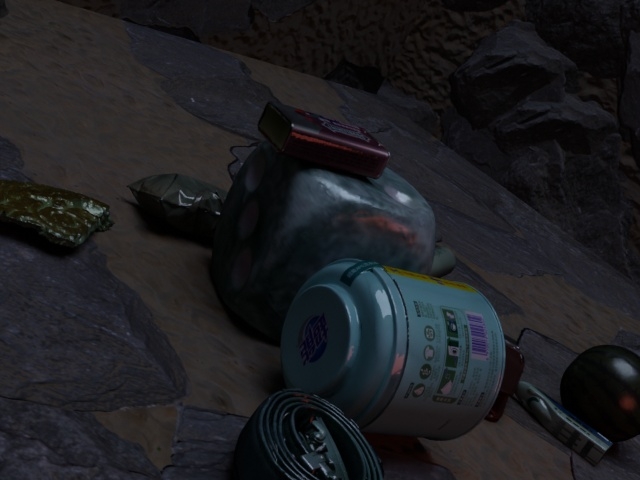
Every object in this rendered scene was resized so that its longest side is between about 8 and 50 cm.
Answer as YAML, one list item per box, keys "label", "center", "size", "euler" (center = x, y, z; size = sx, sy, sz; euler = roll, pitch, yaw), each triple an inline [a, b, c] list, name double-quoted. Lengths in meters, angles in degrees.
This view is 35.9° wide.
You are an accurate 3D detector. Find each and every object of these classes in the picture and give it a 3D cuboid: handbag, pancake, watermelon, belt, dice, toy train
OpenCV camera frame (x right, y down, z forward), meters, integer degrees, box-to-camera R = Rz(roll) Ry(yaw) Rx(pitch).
- label: "handbag"
  center: [-0.254, -0.067, 2.072]
  size: [0.270, 0.117, 0.182]
  euler: [15, 2, -36]
- label: "pancake"
  center: [-0.498, -0.037, 1.754]
  size: [0.197, 0.054, 0.376]
  euler: [38, 23, 31]
- label: "watermelon"
  center: [0.632, 0.334, 2.156]
  size: [0.212, 0.212, 0.212]
  euler: [26, 19, -9]
- label: "belt"
  center: [-0.021, 0.318, 1.403]
  size: [0.206, 0.116, 0.267]
  euler: [26, 21, -19]
- label: "dice"
  center: [0.000, 0.000, 1.927]
  size: [0.330, 0.328, 0.348]
  euler: [19, 20, -27]
- label: "handbag"
  center: [0.289, 0.248, 2.095]
  size: [0.275, 0.084, 0.260]
  euler: [32, 21, 10]
- label: "toy train"
  center: [0.500, 0.380, 2.089]
  size: [0.234, 0.052, 0.051]
  euler: [37, 25, 22]

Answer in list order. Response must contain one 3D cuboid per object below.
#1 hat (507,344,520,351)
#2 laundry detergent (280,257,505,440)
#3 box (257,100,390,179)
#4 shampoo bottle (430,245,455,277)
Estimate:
- label: "hat"
  center: [0.429, 0.266, 2.318]
  size: [0.087, 0.042, 0.058]
  euler: [0, -5, 37]
- label: "laundry detergent"
  center: [0.105, 0.184, 1.661]
  size: [0.305, 0.287, 0.287]
  euler: [14, 23, -38]
- label: "box"
  center: [0.006, -0.181, 1.787]
  size: [0.224, 0.069, 0.120]
  euler: [12, 25, -36]
- label: "shampoo bottle"
  center: [0.286, 0.061, 2.564]
  size: [0.085, 0.085, 0.262]
  euler: [36, 19, 20]
